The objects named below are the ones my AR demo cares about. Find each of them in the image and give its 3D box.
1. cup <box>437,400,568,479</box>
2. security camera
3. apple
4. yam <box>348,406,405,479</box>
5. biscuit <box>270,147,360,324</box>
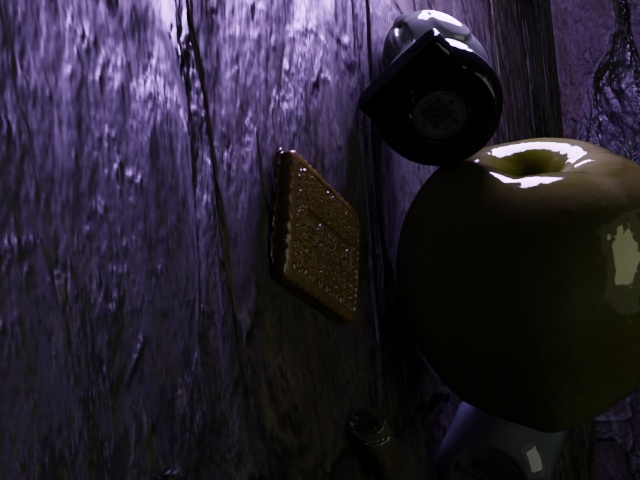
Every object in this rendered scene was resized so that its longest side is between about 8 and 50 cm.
[{"bbox_3d":[0.332,0.360,1.846,0.312,0.206,0.205,-37,120,-63],"label":"cup"},{"bbox_3d":[0.183,-0.258,1.629,0.191,0.197,0.277,37,27,-20],"label":"security camera"},{"bbox_3d":[0.340,0.061,1.624,0.474,0.474,0.473,-5,90,-68],"label":"apple"},{"bbox_3d":[0.081,0.289,1.426,0.054,0.054,0.132,-74,151,-43],"label":"yam"},{"bbox_3d":[0.000,0.000,1.323,0.254,0.029,0.172,39,50,-60],"label":"biscuit"}]
